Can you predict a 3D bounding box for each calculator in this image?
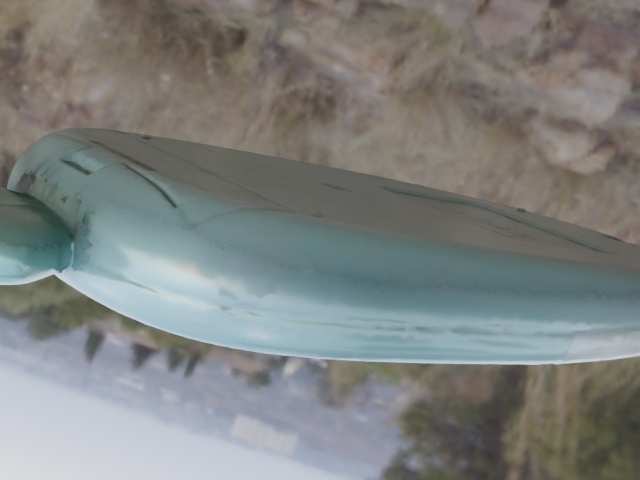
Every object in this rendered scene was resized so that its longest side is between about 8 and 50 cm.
[{"bbox_3d":[0.000,0.000,0.468,0.295,0.042,0.184,5,-169,-32],"label":"calculator"}]
